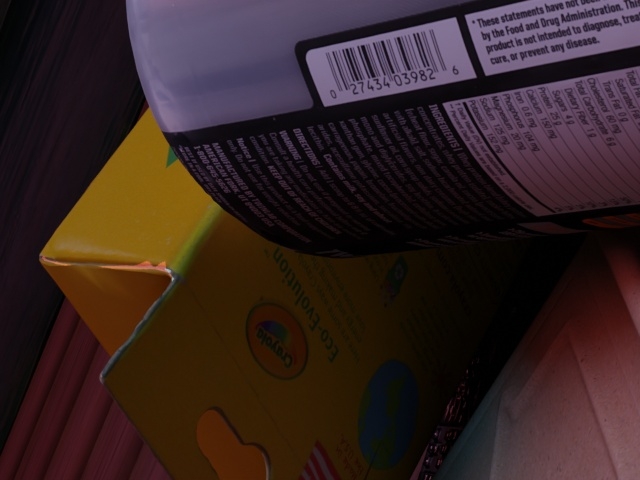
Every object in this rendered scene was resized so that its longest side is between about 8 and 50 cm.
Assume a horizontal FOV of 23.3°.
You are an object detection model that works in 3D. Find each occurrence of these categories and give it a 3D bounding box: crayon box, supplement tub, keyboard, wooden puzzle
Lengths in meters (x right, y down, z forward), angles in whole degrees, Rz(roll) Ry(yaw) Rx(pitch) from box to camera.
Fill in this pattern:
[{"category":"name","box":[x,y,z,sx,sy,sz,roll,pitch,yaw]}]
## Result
[{"category":"crayon box","box":[0.000,0.000,0.721,0.081,0.202,0.318,4,48,36]},{"category":"supplement tub","box":[0.102,-0.100,0.523,0.316,0.193,0.193,-7,59,41]},{"category":"keyboard","box":[0.079,0.066,0.836,0.100,0.038,0.192,167,121,-72]},{"category":"wooden puzzle","box":[0.088,0.193,0.582,0.322,0.080,0.348,-96,26,-59]}]
